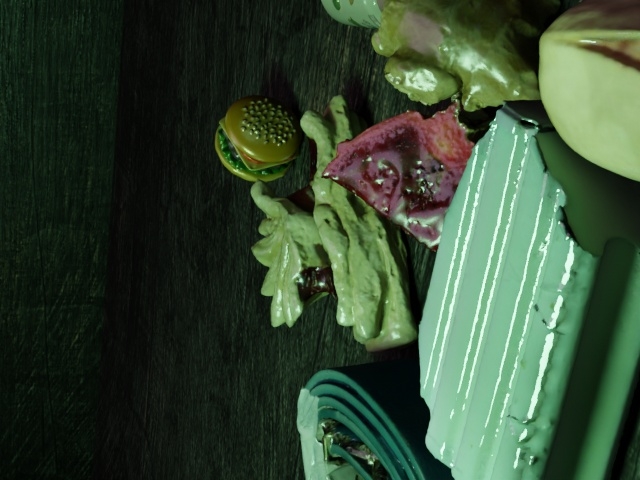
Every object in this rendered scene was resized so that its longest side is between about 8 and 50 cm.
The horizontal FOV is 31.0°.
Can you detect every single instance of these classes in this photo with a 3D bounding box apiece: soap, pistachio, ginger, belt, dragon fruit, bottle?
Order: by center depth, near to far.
[{"bbox_3d":[0.321,-0.149,1.076,0.299,0.188,0.187,31,120,60],"label":"pistachio"},{"bbox_3d":[0.244,0.075,1.306,0.261,0.156,0.446,-133,46,-57],"label":"soap"},{"bbox_3d":[0.186,-0.234,1.388,0.270,0.219,0.123,56,-174,24],"label":"ginger"},{"bbox_3d":[0.168,-0.094,1.529,0.262,0.134,0.211,39,114,24],"label":"dragon fruit"},{"bbox_3d":[0.116,0.341,1.598,0.436,0.173,0.300,-135,45,-58],"label":"belt"},{"bbox_3d":[0.099,-0.360,1.656,0.253,0.121,0.120,-152,63,-62],"label":"bottle"}]

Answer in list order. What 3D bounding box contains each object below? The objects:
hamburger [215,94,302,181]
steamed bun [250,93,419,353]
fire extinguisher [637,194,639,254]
[{"bbox_3d":[-0.112,-0.185,2.106,0.115,0.162,0.162,125,137,-53],"label":"hamburger"},{"bbox_3d":[0.000,0.000,1.838,0.247,0.189,0.427,121,141,-63],"label":"steamed bun"},{"bbox_3d":[0.405,0.128,1.026,0.113,0.200,0.375,0,-99,-74],"label":"fire extinguisher"}]
